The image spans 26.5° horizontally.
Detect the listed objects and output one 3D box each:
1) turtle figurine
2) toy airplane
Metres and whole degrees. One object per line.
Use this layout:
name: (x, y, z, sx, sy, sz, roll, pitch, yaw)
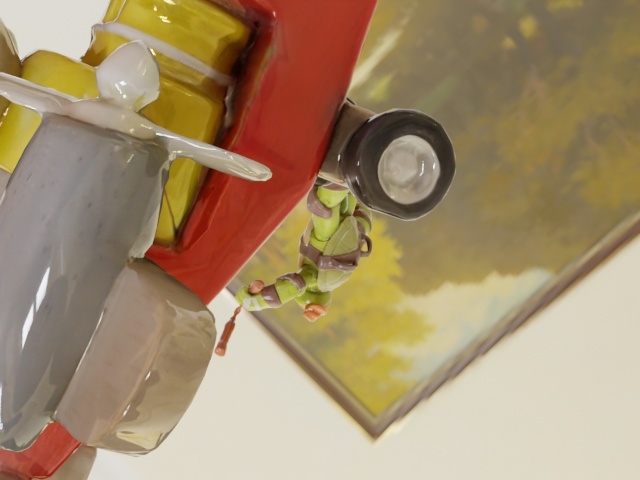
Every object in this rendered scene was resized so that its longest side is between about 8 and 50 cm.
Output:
turtle figurine: (0.000, 0.000, 1.334, 0.269, 0.087, 0.217, -33, 143, -47)
toy airplane: (-0.149, -0.006, 0.700, 0.386, 0.272, 0.384, -27, -150, 34)
